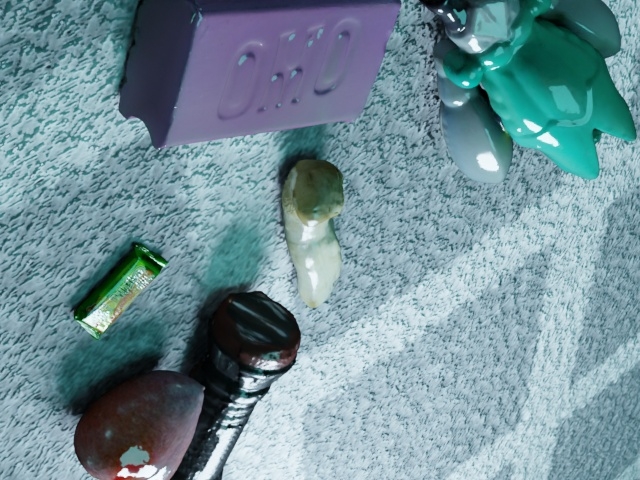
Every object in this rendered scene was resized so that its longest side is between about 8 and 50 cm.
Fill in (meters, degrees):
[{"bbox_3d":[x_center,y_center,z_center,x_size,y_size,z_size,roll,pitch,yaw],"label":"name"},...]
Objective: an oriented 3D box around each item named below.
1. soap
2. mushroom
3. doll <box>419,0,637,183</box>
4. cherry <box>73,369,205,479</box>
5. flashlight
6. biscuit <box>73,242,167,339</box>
[{"bbox_3d":[-0.043,-0.141,0.912,0.203,0.065,0.122,-13,135,-41],"label":"soap"},{"bbox_3d":[-0.003,0.002,1.134,0.059,0.054,0.202,-35,151,-21],"label":"mushroom"},{"bbox_3d":[0.192,-0.169,1.109,0.195,0.153,0.258,-22,127,-5],"label":"doll"},{"bbox_3d":[-0.163,0.175,1.101,0.126,0.087,0.106,-48,146,-34],"label":"cherry"},{"bbox_3d":[-0.097,0.156,1.167,0.093,0.093,0.232,-9,138,-45],"label":"flashlight"},{"bbox_3d":[-0.167,0.042,1.015,0.089,0.016,0.046,-46,148,-1],"label":"biscuit"}]
